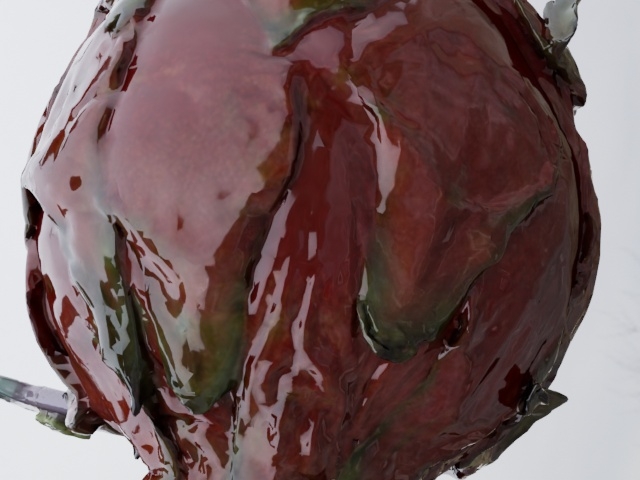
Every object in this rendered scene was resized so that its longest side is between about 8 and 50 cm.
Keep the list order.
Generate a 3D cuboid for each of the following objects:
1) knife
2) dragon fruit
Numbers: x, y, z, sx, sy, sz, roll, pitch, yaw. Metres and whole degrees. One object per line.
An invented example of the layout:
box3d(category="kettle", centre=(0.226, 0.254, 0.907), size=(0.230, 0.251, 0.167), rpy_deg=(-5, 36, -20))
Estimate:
box3d(category="knife", centre=(-0.177, 0.161, 0.972), size=(0.132, 0.399, 0.038), rpy_deg=(31, -111, -42))
box3d(category="dragon fruit", centre=(0.000, 0.000, 0.462), size=(0.244, 0.244, 0.299), rpy_deg=(45, -138, -62))
